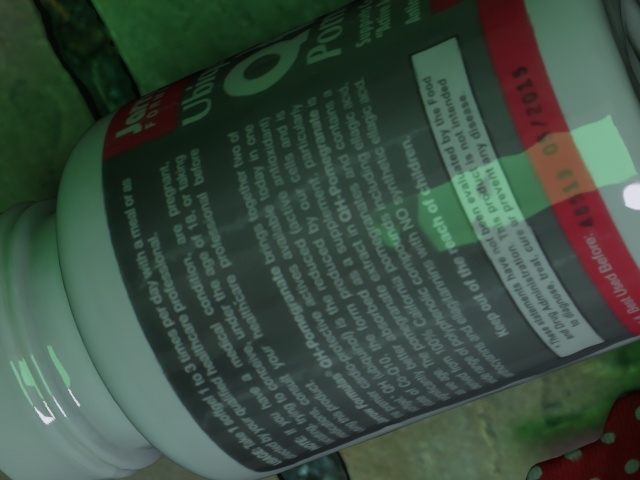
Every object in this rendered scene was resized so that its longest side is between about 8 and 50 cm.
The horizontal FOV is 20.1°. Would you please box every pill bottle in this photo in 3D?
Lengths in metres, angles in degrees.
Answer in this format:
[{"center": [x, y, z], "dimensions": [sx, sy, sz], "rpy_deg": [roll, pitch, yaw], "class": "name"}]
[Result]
[{"center": [0.000, 0.000, 0.772], "dimensions": [0.319, 0.176, 0.176], "rpy_deg": [-22, 102, 18], "class": "pill bottle"}]

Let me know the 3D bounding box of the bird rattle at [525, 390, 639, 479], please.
[{"center": [0.182, 0.072, 0.745], "dimensions": [0.253, 0.207, 0.143], "rpy_deg": [-41, 92, 17], "class": "bird rattle"}]
